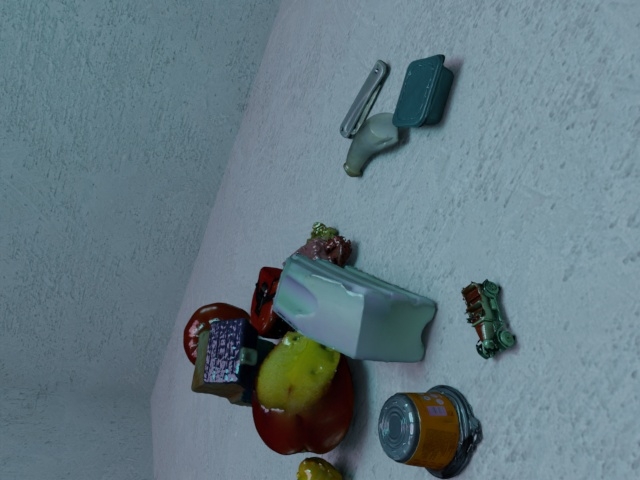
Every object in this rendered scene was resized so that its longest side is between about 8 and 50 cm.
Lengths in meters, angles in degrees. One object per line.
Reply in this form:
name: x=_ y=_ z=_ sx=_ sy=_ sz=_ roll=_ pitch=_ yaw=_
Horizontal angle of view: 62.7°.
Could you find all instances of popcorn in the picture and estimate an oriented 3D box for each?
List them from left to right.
popcorn: x=0.000 y=0.002 z=1.665 sx=0.097 sy=0.089 sz=0.109 roll=-115 pitch=47 yaw=-72

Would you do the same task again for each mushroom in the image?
mushroom: x=0.141 y=-0.276 z=1.503 sx=0.270 sy=0.103 sz=0.118 roll=136 pitch=146 yaw=-65

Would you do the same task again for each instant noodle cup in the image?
instant noodle cup: x=0.193 y=0.369 z=1.028 sx=0.208 sy=0.126 sz=0.177 roll=-46 pitch=39 yaw=47
instant noodle cup: x=0.261 y=-0.364 z=1.316 sx=0.157 sy=0.070 sz=0.179 roll=28 pitch=104 yaw=65

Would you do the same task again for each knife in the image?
knife: x=0.138 y=-0.432 z=1.644 sx=0.265 sy=0.041 sz=0.073 roll=-60 pitch=41 yaw=31

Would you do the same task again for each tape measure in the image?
tape measure: x=-0.161 y=0.221 z=1.852 sx=0.253 sy=0.114 sz=0.260 roll=28 pitch=104 yaw=65

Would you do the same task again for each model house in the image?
model house: x=-0.221 y=0.386 z=1.665 sx=0.280 sy=0.313 sz=0.245 roll=-43 pitch=35 yaw=52

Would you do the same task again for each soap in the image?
soap: x=0.041 y=0.149 z=1.297 sx=0.446 sy=0.262 sz=0.156 roll=22 pitch=101 yaw=64

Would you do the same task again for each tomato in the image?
tomato: x=-0.390 y=0.393 z=2.092 sx=0.226 sy=0.299 sz=0.298 roll=77 pitch=-166 yaw=-67

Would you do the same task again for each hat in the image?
hat: x=-0.003 y=0.091 z=1.574 sx=0.236 sy=0.107 sz=0.286 roll=56 pitch=130 yaw=19

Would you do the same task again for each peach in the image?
peach: x=-0.040 y=0.375 z=1.359 sx=0.281 sy=0.281 sz=0.338 roll=-34 pitch=48 yaw=55

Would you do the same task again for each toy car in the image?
toy car: x=0.308 y=0.146 z=0.984 sx=0.073 sy=0.054 sz=0.143 roll=-49 pitch=36 yaw=46

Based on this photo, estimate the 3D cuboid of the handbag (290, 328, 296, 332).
handbag: x=-0.047 y=0.295 z=1.610 sx=0.072 sy=0.115 sz=0.139 roll=-36 pitch=29 yaw=55

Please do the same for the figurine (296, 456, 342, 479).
figurine: x=-0.010 y=0.656 z=1.334 sx=0.156 sy=0.131 sz=0.246 roll=-43 pitch=-34 yaw=-58
